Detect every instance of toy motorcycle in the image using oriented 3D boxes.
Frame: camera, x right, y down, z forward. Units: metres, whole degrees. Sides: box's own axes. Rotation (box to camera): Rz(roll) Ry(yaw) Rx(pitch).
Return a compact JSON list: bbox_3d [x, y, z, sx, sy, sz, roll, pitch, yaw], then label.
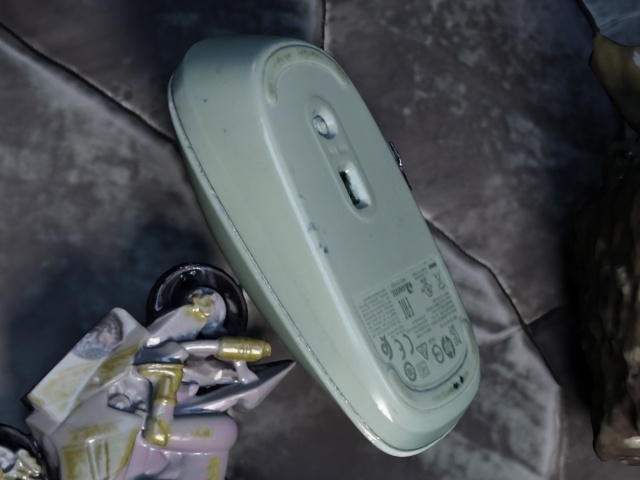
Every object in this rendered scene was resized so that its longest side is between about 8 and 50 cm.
[{"bbox_3d":[-0.107,0.123,0.860,0.225,0.073,0.152,-39,92,-24],"label":"toy motorcycle"}]

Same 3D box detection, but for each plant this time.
[{"bbox_3d":[0.279,-0.007,0.948,0.215,0.213,0.312,2,70,-13],"label":"plant"}]

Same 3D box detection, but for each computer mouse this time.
[{"bbox_3d":[-0.005,0.002,0.909,0.159,0.097,0.288,-24,90,-61],"label":"computer mouse"}]
